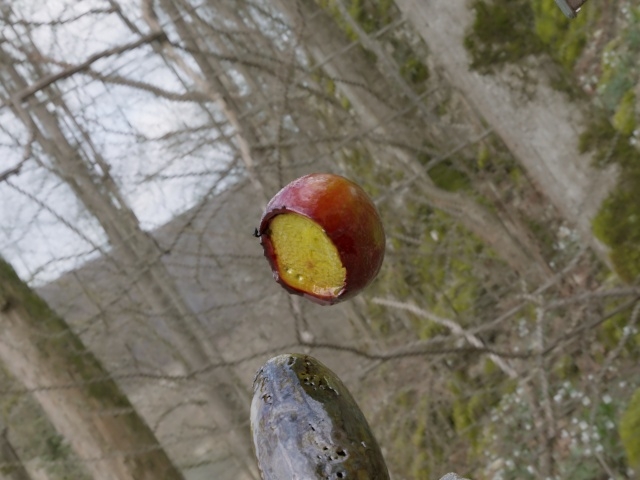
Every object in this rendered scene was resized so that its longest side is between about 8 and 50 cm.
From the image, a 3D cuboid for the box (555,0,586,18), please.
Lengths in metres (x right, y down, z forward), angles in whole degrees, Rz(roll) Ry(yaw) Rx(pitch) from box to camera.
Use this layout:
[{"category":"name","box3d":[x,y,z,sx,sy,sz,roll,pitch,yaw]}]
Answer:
[{"category":"box","box3d":[0.252,-0.306,1.018,0.062,0.122,0.089,-33,28,22]}]

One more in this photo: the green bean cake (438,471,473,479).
[{"category":"green bean cake","box3d":[0.176,0.433,1.420,0.179,0.085,0.109,-41,11,-15]}]

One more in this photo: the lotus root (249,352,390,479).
[{"category":"lotus root","box3d":[-0.006,0.309,1.342,0.179,0.196,0.397,-30,38,2]}]

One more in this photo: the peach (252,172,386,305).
[{"category":"peach","box3d":[0.000,0.000,1.482,0.196,0.190,0.226,-38,-22,16]}]
